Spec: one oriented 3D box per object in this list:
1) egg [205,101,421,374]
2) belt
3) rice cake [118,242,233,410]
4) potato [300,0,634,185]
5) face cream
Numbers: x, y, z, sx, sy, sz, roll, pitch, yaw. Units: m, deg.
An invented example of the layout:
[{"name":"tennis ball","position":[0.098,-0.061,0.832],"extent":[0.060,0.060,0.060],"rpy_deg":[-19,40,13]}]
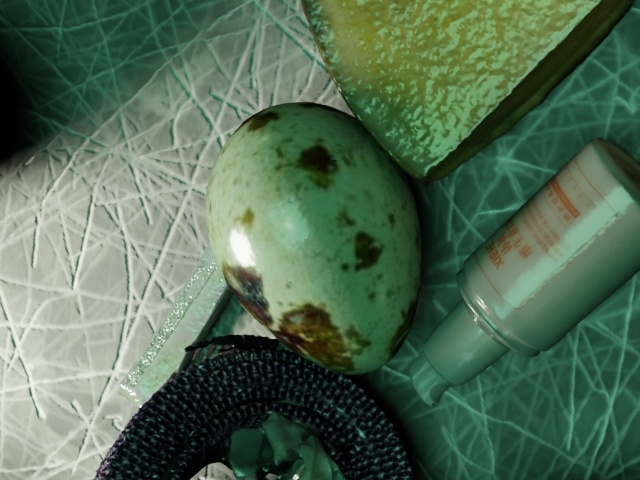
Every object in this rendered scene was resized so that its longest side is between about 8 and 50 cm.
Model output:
[{"name":"egg","position":[0.000,0.000,1.197],"extent":[0.169,0.169,0.231],"rpy_deg":[-21,99,21]},{"name":"belt","position":[-0.061,0.241,1.183],"extent":[0.260,0.325,0.122],"rpy_deg":[29,148,-7]},{"name":"rice cake","position":[-0.117,0.070,1.319],"extent":[0.043,0.034,0.211],"rpy_deg":[38,108,15]},{"name":"potato","position":[0.100,-0.224,1.163],"extent":[0.269,0.112,0.255],"rpy_deg":[-46,77,16]},{"name":"face cream","position":[0.164,0.037,1.176],"extent":[0.252,0.101,0.101],"rpy_deg":[-45,81,20]}]
